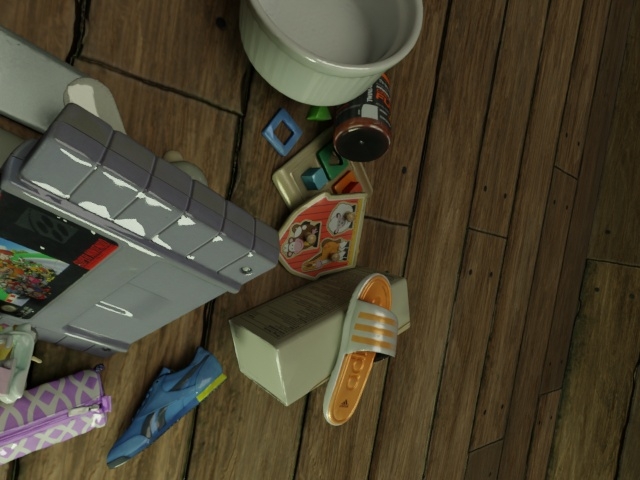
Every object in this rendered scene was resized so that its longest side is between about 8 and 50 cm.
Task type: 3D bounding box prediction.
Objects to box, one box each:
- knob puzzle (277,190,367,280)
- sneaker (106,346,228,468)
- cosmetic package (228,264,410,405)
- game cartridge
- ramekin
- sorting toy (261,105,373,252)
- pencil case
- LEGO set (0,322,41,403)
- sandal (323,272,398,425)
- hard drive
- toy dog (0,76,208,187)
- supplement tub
[{"bbox_3d":[0.000,0.000,0.788,0.212,0.030,0.213,-16,127,-23],"label":"knob puzzle"},{"bbox_3d":[-0.250,0.255,0.652,0.209,0.069,0.082,-40,88,-18],"label":"sneaker"},{"bbox_3d":[0.008,0.155,0.778,0.309,0.160,0.113,-21,111,-34],"label":"cosmetic package"},{"bbox_3d":[-0.247,0.033,0.443,0.230,0.354,0.068,30,43,-41],"label":"game cartridge"},{"bbox_3d":[0.005,-0.350,0.646,0.276,0.135,0.278,4,76,-18],"label":"ramekin"},{"bbox_3d":[0.022,-0.107,0.816,0.196,0.047,0.348,-44,122,-26],"label":"sorting toy"},{"bbox_3d":[-0.373,0.233,0.520,0.205,0.088,0.087,-14,104,-36],"label":"pencil case"},{"bbox_3d":[-0.433,0.117,0.401,0.286,0.132,0.107,-16,141,-1],"label":"LEGO set"},{"bbox_3d":[0.085,0.190,0.695,0.101,0.076,0.266,18,87,-41],"label":"sandal"},{"bbox_3d":[-0.362,-0.192,0.500,0.135,0.022,0.094,27,80,-39],"label":"hard drive"},{"bbox_3d":[-0.314,-0.095,0.472,0.333,0.220,0.161,11,58,-47],"label":"toy dog"},{"bbox_3d":[0.078,-0.252,0.773,0.106,0.106,0.198,27,55,-39],"label":"supplement tub"}]
